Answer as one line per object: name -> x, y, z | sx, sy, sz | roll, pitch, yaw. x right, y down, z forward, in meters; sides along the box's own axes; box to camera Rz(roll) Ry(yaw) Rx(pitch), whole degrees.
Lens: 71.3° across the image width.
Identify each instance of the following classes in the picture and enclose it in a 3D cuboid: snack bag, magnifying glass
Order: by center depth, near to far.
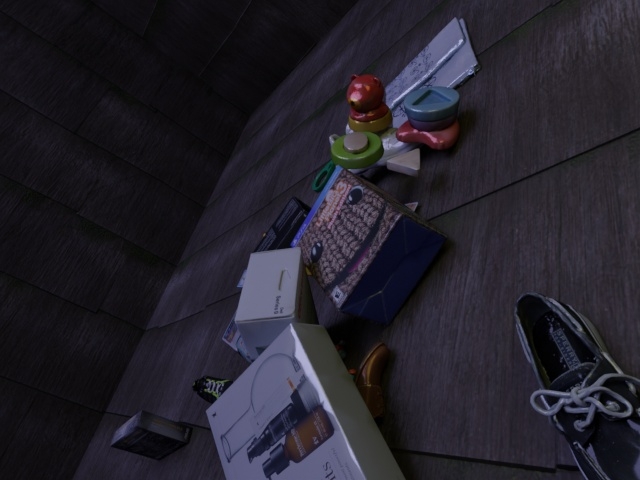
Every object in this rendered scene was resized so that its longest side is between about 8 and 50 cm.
snack bag -> 0.318, -0.490, 1.354 | 0.323, 0.037, 0.342 | -38, 31, 37
magnifying glass -> 0.044, -0.277, 1.639 | 0.231, 0.026, 0.092 | -56, 24, 8

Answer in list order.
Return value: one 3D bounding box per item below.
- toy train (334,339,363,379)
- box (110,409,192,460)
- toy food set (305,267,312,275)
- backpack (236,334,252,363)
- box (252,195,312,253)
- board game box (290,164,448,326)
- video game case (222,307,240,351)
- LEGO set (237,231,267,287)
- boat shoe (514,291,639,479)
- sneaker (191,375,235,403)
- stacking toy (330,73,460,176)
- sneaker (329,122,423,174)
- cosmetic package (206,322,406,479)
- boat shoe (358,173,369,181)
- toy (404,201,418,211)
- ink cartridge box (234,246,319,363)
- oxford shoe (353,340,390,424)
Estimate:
toy train -> 0.037, 0.275, 0.953 | 0.166, 0.046, 0.125 | -7, 57, 66
box -> -0.565, 0.654, 1.489 | 0.231, 0.183, 0.056 | -41, 29, 34
toy food set -> 0.000, 0.000, 1.330 | 0.218, 0.071, 0.128 | -52, 25, 13
backpack -> -0.158, 0.289, 1.235 | 0.152, 0.115, 0.182 | -60, 27, -10
box -> -0.112, 0.001, 1.505 | 0.261, 0.103, 0.184 | -54, 21, 9
board game box -> 0.091, 0.002, 0.989 | 0.232, 0.141, 0.291 | -59, 34, 12
video game case -> -0.267, 0.278, 1.568 | 0.183, 0.023, 0.201 | 3, 64, 63
LEGO set -> -0.245, 0.068, 1.735 | 0.182, 0.060, 0.244 | -6, 55, 56
boat shoe -> 0.305, 0.178, 0.500 | 0.113, 0.105, 0.306 | -42, 28, 32
sneaker -> -0.336, 0.465, 1.381 | 0.235, 0.097, 0.084 | -24, 41, 51
stacking toy -> 0.167, -0.295, 1.075 | 0.309, 0.130, 0.279 | 13, 48, 28
sneaker -> 0.148, -0.272, 1.223 | 0.305, 0.152, 0.114 | -11, 19, 37
cosmetic package -> -0.031, 0.374, 0.744 | 0.284, 0.097, 0.377 | -50, 51, 23
boat shoe -> 0.113, -0.151, 1.311 | 0.081, 0.079, 0.227 | -36, 24, 0
toy -> 0.135, -0.034, 1.134 | 0.237, 0.056, 0.137 | -6, 55, 60
ink cartridge box -> -0.078, 0.190, 0.979 | 0.121, 0.289, 0.211 | -7, 37, 7
oxford shoe -> 0.094, 0.293, 0.835 | 0.076, 0.076, 0.212 | 12, 65, 32
